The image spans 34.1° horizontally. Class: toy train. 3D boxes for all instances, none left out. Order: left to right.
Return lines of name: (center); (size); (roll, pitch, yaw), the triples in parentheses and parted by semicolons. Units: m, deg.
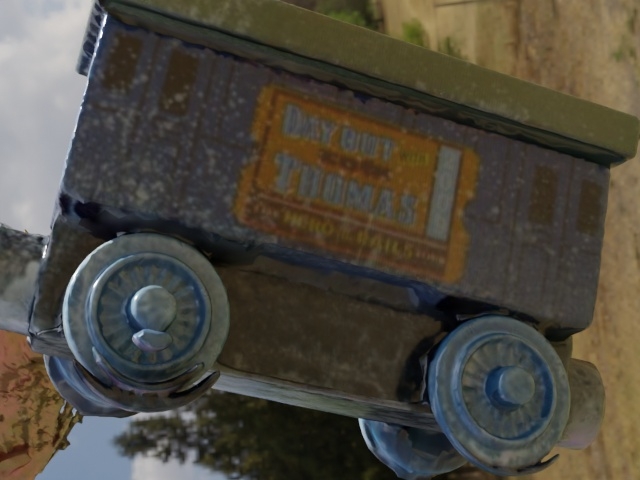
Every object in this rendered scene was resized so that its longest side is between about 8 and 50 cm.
toy train: (0.000, 0.000, 0.500); (0.131, 0.299, 0.202); (147, 136, -68)

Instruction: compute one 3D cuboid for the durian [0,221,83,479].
durian: (-0.297, 0.104, 0.741); (0.305, 0.195, 0.185); (-77, -15, -54)
